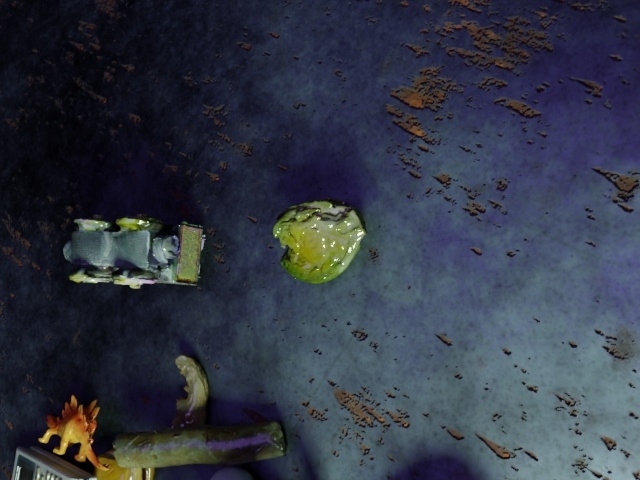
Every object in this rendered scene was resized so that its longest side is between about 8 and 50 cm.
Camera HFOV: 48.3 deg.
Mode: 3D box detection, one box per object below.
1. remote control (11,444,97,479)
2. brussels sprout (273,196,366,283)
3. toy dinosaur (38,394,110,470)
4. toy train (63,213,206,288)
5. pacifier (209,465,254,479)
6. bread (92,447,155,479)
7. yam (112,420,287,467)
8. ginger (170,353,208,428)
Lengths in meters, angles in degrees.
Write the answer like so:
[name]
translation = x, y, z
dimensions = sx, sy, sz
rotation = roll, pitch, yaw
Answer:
[remote control]
translation = -0.531, 0.482, 1.397
dimensions = 0.277, 0.056, 0.102
rotation = 1, 81, 45
[brussels sprout]
translation = 0.002, -0.001, 1.200
dimensions = 0.181, 0.100, 0.139
rotation = -20, 83, 24
[toy dinosaur]
translation = -0.472, 0.364, 1.395
dimensions = 0.288, 0.070, 0.117
rotation = 3, 73, 49
[toy train]
translation = -0.352, 0.024, 1.342
dimensions = 0.261, 0.177, 0.133
rotation = 1, 82, 30
[pacifier]
translation = -0.130, 0.475, 1.163
dimensions = 0.299, 0.244, 0.233
rotation = -36, 36, 11
[bread]
translation = -0.383, 0.492, 1.347
dimensions = 0.116, 0.077, 0.200
rotation = 4, 83, 37
[yam]
translation = -0.212, 0.357, 1.239
dimensions = 0.318, 0.067, 0.071
rotation = -8, 122, 13
[ginger]
translation = -0.239, 0.298, 1.313
dimensions = 0.070, 0.051, 0.173
rotation = 0, 77, 23
